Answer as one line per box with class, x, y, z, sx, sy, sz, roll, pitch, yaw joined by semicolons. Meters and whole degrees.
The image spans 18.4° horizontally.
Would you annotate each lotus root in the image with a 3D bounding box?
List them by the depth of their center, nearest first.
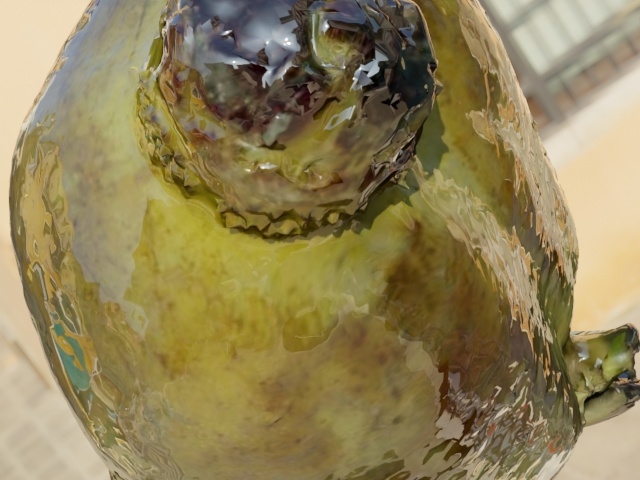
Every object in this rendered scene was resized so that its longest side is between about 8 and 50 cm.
lotus root;0.000;0.000;0.552;0.173;0.173;0.309;-35;-25;-2
